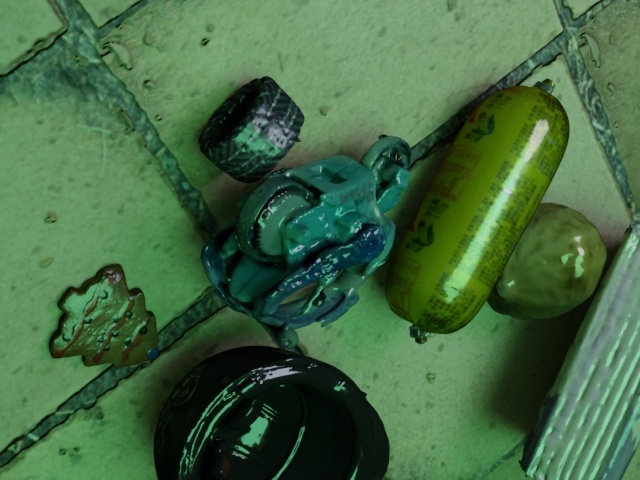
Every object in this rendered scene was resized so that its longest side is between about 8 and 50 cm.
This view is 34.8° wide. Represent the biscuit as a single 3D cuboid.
[{"bbox_3d":[-0.222,0.092,1.091,0.130,0.019,0.119,36,89,-32],"label":"biscuit"}]

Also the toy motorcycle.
[{"bbox_3d":[0.000,0.000,1.102,0.260,0.154,0.206,-23,132,-42],"label":"toy motorcycle"}]

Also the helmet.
[{"bbox_3d":[-0.069,0.222,1.132,0.279,0.160,0.230,29,88,-42],"label":"helmet"}]

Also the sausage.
[{"bbox_3d":[0.183,-0.039,1.190,0.123,0.123,0.347,30,87,-31],"label":"sausage"}]

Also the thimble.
[{"bbox_3d":[-0.071,-0.113,1.056,0.104,0.095,0.066,-43,119,8],"label":"thimble"}]

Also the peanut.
[{"bbox_3d":[0.272,0.025,1.258,0.159,0.109,0.140,-12,109,14],"label":"peanut"}]

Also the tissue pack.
[{"bbox_3d":[0.391,0.154,1.314,0.242,0.125,0.343,8,107,-66],"label":"tissue pack"}]
